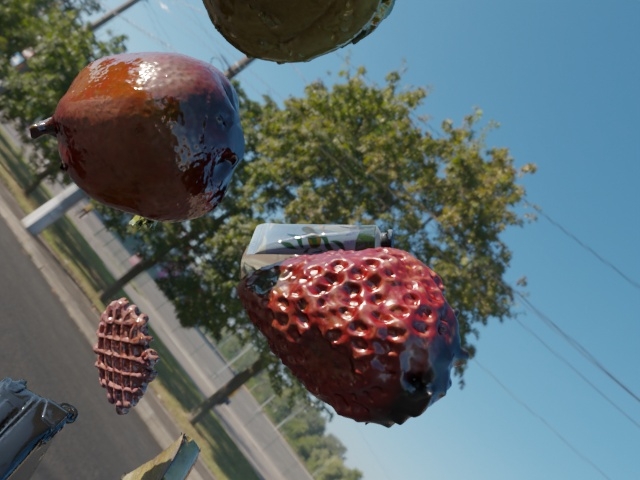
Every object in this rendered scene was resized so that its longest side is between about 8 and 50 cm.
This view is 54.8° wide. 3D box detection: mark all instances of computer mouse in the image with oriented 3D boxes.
[{"bbox_3d":[-0.088,0.093,1.401,0.389,0.115,0.199,26,-67,53],"label":"computer mouse"}]

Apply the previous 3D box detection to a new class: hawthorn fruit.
[{"bbox_3d":[-0.268,-0.171,0.996,0.311,0.295,0.295,8,-35,25],"label":"hawthorn fruit"}]

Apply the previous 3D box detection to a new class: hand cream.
[{"bbox_3d":[0.000,0.000,1.156,0.271,0.091,0.058,1,-47,11],"label":"hand cream"}]

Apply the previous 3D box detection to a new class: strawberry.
[{"bbox_3d":[0.057,0.119,0.963,0.310,0.292,0.292,53,-13,3],"label":"strawberry"}]

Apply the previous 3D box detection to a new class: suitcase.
[{"bbox_3d":[-0.677,0.477,1.203,0.188,0.345,0.339,35,21,-5],"label":"suitcase"}]

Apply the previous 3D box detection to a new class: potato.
[{"bbox_3d":[-0.369,0.568,1.426,0.098,0.243,0.138,41,24,-23],"label":"potato"}]

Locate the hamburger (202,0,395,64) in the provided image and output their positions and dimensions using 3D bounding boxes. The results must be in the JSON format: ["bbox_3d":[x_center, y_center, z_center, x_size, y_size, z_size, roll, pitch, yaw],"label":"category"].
[{"bbox_3d":[-0.022,-0.309,0.561,0.285,0.134,0.265,-27,-106,53],"label":"hamburger"}]

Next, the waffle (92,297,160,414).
[{"bbox_3d":[-0.430,0.245,1.337,0.055,0.221,0.234,5,42,-45],"label":"waffle"}]

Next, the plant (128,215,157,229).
[{"bbox_3d":[-0.479,-0.167,1.723,0.306,0.297,0.261,-96,-170,-48],"label":"plant"}]
